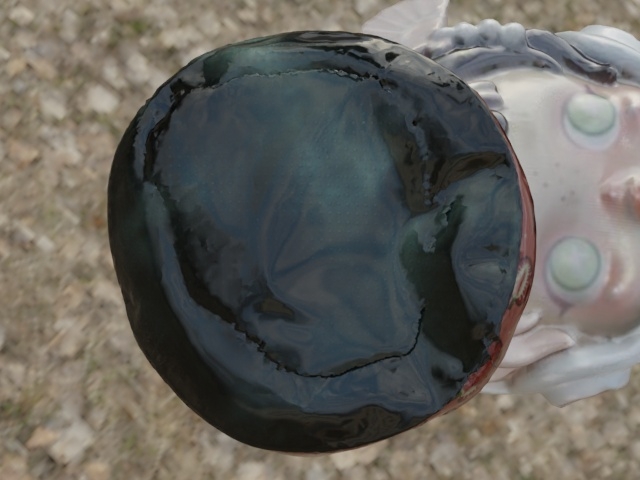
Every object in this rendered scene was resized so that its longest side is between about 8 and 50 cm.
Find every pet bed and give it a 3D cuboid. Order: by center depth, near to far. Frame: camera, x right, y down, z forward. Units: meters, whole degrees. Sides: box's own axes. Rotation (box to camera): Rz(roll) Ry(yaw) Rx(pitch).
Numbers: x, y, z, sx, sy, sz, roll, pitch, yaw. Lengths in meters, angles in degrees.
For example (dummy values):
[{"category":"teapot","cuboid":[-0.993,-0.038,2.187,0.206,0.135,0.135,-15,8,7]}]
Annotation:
[{"category":"pet bed","cuboid":[0.000,0.000,0.716,0.201,0.201,0.053,60,12,12]}]

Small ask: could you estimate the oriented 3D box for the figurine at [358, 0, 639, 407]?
[{"category":"figurine","cuboid":[0.173,0.001,1.036,0.361,0.211,0.253,10,63,-14]}]
